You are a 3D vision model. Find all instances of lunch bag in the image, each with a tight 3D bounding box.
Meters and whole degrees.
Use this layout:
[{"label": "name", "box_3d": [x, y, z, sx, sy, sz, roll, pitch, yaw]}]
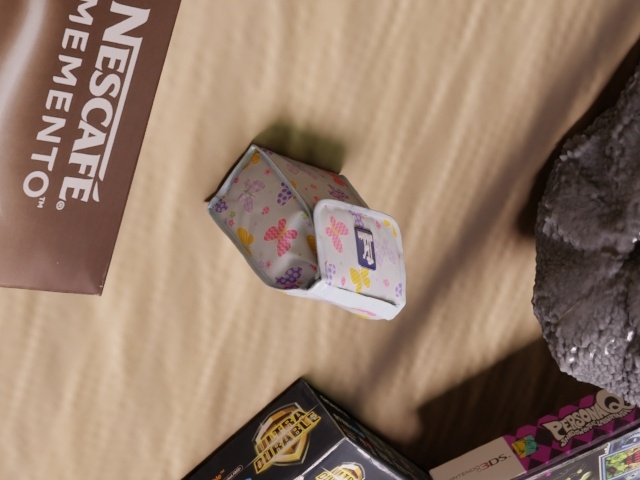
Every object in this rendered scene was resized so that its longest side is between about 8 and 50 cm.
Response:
[{"label": "lunch bag", "box_3d": [0.000, 0.000, 0.835, 0.071, 0.083, 0.053, 18, 118, -48]}]

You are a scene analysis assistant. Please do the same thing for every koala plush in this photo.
[{"label": "koala plush", "box_3d": [0.246, 0.008, 0.979, 0.221, 0.196, 0.203, 11, 134, -46]}]

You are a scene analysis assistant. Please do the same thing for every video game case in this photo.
[{"label": "video game case", "box_3d": [0.188, 0.181, 1.103, 0.210, 0.042, 0.232, -25, 133, -6]}]

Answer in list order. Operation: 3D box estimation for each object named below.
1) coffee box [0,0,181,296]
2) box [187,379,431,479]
[{"label": "coffee box", "box_3d": [-0.175, -0.071, 0.565, 0.246, 0.098, 0.141, 6, 104, -44]}, {"label": "box", "box_3d": [-0.014, 0.190, 1.059, 0.175, 0.051, 0.220, -42, 144, 6]}]
